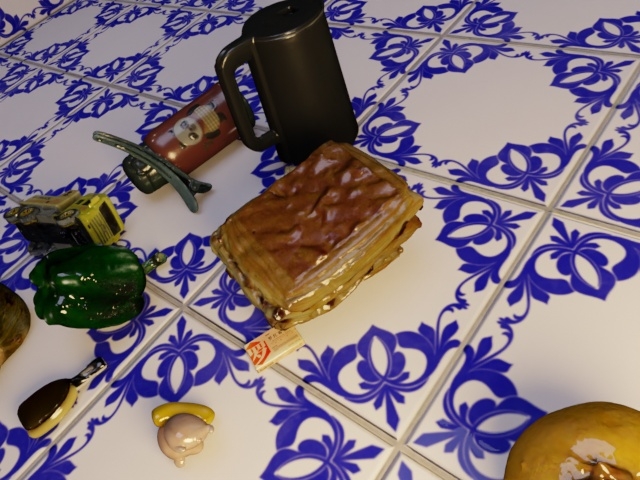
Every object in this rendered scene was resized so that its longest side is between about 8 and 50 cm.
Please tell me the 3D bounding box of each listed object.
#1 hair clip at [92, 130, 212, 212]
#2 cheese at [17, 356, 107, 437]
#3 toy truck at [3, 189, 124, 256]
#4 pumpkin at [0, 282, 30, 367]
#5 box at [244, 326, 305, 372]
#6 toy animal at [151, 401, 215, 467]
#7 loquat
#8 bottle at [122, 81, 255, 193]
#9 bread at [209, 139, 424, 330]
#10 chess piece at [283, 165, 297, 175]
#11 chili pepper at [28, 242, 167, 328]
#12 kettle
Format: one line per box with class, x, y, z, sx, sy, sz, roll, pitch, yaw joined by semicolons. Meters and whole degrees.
hair clip;-0.379;-0.168;1.193;0.048;0.275;0.083;-36;24;55
cheese;-0.456;0.269;0.943;0.162;0.036;0.086;-42;46;-19
toy truck;-0.585;-0.049;1.230;0.272;0.124;0.157;3;40;27
pumpkin;-0.711;0.201;1.029;0.189;0.139;0.281;0;46;15
box;-0.079;0.178;0.901;0.093;0.015;0.058;-31;47;-10
toy animal;-0.203;0.298;0.803;0.091;0.082;0.114;1;9;-39
loquat;0.294;0.274;0.546;0.207;0.208;0.208;-10;46;11
bottle;-0.327;-0.243;1.302;0.336;0.144;0.144;-42;48;-15
bread;0.000;0.000;0.932;0.324;0.167;0.277;-41;48;-6
chess piece;0.009;-0.150;1.144;0.171;0.060;0.060;-12;46;6
chili pepper;-0.410;0.083;1.017;0.173;0.261;0.165;-10;85;32
kettle;-0.073;-0.340;1.173;0.262;0.308;0.203;-17;44;4
